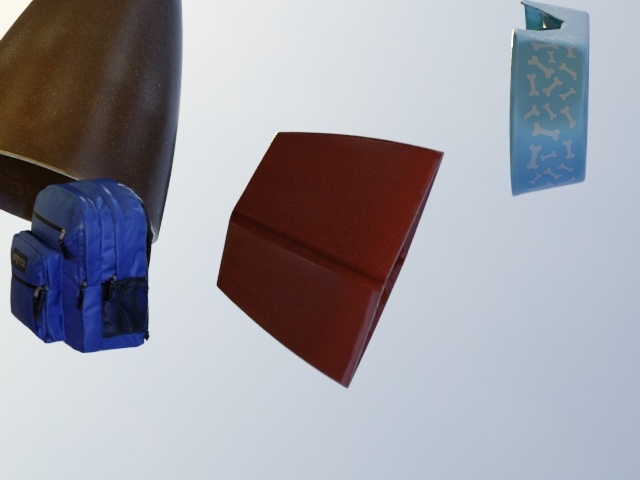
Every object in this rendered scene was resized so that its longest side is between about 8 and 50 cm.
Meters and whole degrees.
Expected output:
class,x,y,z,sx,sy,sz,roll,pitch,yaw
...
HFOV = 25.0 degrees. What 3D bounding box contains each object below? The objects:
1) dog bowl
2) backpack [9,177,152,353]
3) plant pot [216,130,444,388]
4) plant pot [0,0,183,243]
class,x,y,z,sx,sy,sz,roll,pitch,yaw
dog bowl,0.238,-0.150,1.477,0.297,0.074,0.166,-65,153,-66
backpack,-0.179,0.016,1.085,0.098,0.101,0.120,25,-67,47
plant pot,0.000,0.000,2.042,0.267,0.235,0.267,105,10,-52
plant pot,-0.212,-0.141,1.319,0.215,0.215,0.230,-19,-130,64
